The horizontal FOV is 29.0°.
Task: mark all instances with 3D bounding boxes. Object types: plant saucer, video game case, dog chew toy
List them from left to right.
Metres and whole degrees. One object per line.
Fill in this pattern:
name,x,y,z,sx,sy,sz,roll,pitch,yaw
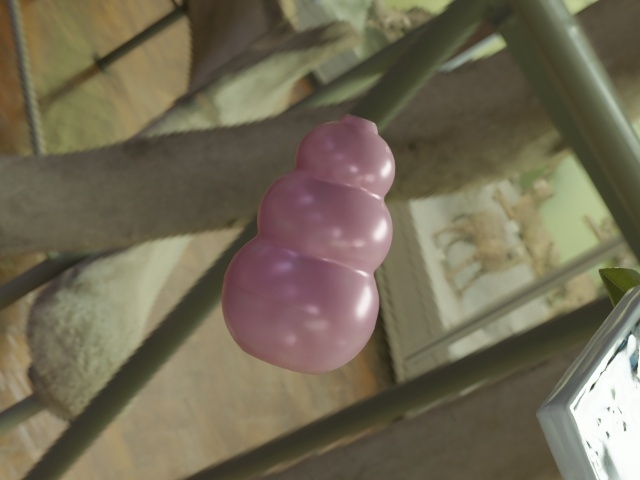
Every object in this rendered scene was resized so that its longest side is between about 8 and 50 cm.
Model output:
dog chew toy,0.000,0.000,1.601,0.207,0.331,0.206,19,2,-1
video game case,0.195,0.136,0.730,0.190,0.022,0.173,-34,103,-55
plant saucer,0.513,0.125,1.860,0.188,0.045,0.188,46,-4,38
